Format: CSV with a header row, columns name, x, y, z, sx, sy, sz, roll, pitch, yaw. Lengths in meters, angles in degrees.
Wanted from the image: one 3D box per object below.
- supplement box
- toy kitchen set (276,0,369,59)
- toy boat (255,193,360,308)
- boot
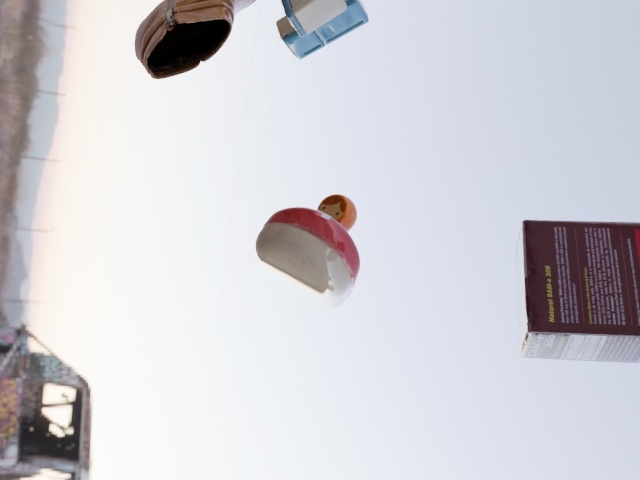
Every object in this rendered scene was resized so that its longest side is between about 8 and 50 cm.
name,x,y,z,sx,sy,sz,roll,pitch,yaw
supplement box,0.321,0.053,0.814,0.073,0.240,0.130,82,12,-58
toy kitchen set,-0.014,-0.290,1.067,0.122,0.207,0.166,-26,-121,15
toy boat,0.000,0.000,1.168,0.151,0.151,0.231,-59,175,-11
boot,-0.142,-0.335,1.116,0.283,0.109,0.220,-33,-153,5
